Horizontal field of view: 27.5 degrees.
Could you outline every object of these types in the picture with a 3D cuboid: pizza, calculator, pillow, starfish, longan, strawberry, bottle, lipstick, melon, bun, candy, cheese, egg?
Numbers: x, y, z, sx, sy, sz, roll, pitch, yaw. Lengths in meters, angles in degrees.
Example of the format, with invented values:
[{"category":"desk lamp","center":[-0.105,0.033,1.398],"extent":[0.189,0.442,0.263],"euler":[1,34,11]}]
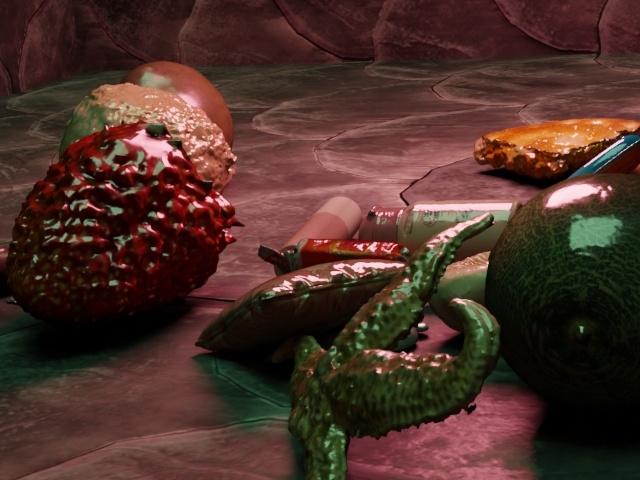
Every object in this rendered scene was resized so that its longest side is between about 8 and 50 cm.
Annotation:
[{"category":"pizza","center":[0.423,-0.153,2.303],"extent":[0.335,0.086,0.226],"euler":[-2,21,21]},{"category":"calculator","center":[0.064,0.121,1.611],"extent":[0.153,0.021,0.095],"euler":[-19,20,-27]},{"category":"pillow","center":[-0.017,0.079,1.618],"extent":[0.236,0.084,0.223],"euler":[-12,-7,-27]},{"category":"starfish","center":[0.057,0.104,1.318],"extent":[0.324,0.082,0.432],"euler":[-48,12,14]},{"category":"longan","center":[-0.287,-0.208,2.454],"extent":[0.258,0.258,0.258],"euler":[-6,16,2]},{"category":"strawberry","center":[-0.306,-0.005,1.818],"extent":[0.343,0.292,0.292],"euler":[-35,29,-31]},{"category":"bottle","center":[0.169,-0.003,1.845],"extent":[0.233,0.110,0.110],"euler":[-1,17,21]},{"category":"lipstick","center":[0.000,0.000,1.961],"extent":[0.070,0.070,0.254],"euler":[-1,17,17]},{"category":"melon","center":[0.303,0.048,1.375],"extent":[0.248,0.248,0.329],"euler":[0,12,22]},{"category":"bun","center":[0.226,0.064,1.596],"extent":[0.183,0.102,0.183],"euler":[-18,6,2]},{"category":"candy","center":[0.043,0.041,1.777],"extent":[0.292,0.086,0.059],"euler":[3,29,25]},{"category":"cheese","center":[0.298,-0.055,1.531],"extent":[0.256,0.037,0.106],"euler":[-35,-13,-14]},{"category":"egg","center":[-0.300,-0.130,2.196],"extent":[0.310,0.279,0.279],"euler":[16,22,16]}]

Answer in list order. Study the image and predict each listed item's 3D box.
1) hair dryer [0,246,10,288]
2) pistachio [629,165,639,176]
[{"category":"hair dryer","center":[-0.535,0.092,1.858],"extent":[0.312,0.123,0.340],"euler":[-1,24,-20]},{"category":"pistachio","center":[0.449,-0.020,1.640],"extent":[0.230,0.230,0.309],"euler":[-4,9,6]}]
